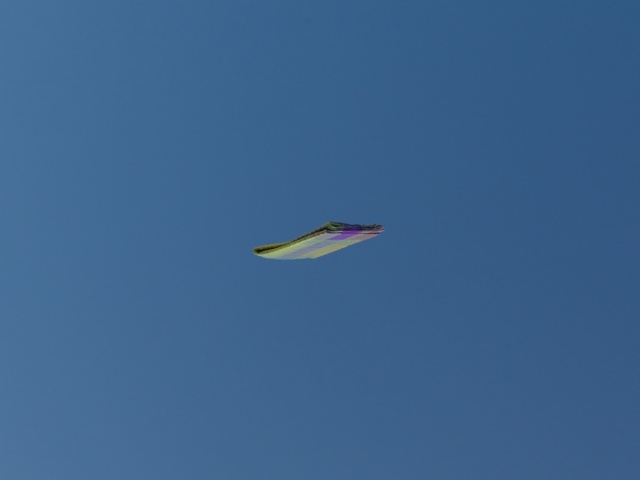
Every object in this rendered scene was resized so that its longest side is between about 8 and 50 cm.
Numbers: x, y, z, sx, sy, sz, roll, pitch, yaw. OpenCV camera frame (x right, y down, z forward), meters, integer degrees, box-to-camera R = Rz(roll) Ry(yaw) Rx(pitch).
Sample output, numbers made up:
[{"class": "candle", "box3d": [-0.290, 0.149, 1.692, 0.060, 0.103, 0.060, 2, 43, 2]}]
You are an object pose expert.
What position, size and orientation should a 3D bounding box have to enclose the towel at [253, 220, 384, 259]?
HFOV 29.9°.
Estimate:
[{"class": "towel", "box3d": [0.000, 0.000, 0.778, 0.060, 0.083, 0.009, -20, -99, 28]}]
